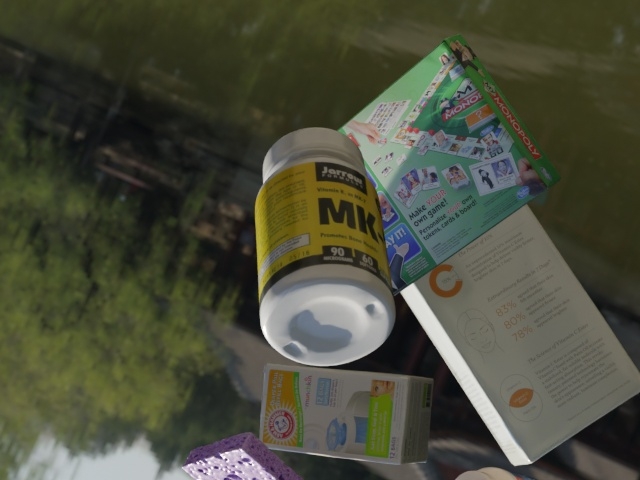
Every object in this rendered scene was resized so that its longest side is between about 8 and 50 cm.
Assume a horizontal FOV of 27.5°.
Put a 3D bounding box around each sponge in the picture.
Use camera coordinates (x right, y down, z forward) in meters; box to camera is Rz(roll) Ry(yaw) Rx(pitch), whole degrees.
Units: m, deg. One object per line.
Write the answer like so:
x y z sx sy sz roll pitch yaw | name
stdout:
-0.058 0.316 1.582 0.117 0.031 0.210 -24 118 41 | sponge

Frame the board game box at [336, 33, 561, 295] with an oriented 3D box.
0.115 -0.076 1.617 0.214 0.317 0.046 56 -142 5 | board game box

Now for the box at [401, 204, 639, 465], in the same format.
0.298 0.140 1.991 0.345 0.215 0.168 58 173 9 | box

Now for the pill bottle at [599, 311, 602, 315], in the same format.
0.405 0.180 2.203 0.112 0.112 0.187 23 155 5 | pill bottle

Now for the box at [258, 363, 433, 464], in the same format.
0.032 0.224 1.695 0.203 0.114 0.103 3 174 24 | box

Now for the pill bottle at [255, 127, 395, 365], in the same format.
0.000 0.000 1.189 0.119 0.119 0.209 24 -143 -27 | pill bottle

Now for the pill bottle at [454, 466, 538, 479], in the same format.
0.323 0.471 2.327 0.124 0.124 0.221 22 178 39 | pill bottle
